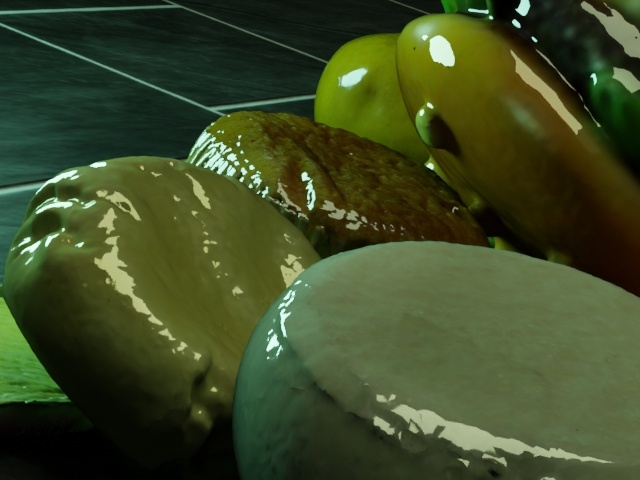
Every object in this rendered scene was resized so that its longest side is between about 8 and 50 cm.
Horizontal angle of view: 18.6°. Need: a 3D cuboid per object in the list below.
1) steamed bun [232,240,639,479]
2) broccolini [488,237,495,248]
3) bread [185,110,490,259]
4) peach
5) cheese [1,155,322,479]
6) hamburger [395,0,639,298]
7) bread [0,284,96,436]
[{"bbox_3d":[0.086,0.129,1.053,0.283,0.177,0.283,13,24,-6],"label":"steamed bun"},{"bbox_3d":[0.159,0.012,1.792,0.254,0.071,0.057,25,-24,11],"label":"broccolini"},{"bbox_3d":[0.000,0.000,1.477,0.227,0.142,0.253,18,13,-17],"label":"bread"},{"bbox_3d":[0.116,-0.114,1.921,0.251,0.153,0.251,17,11,-3],"label":"peach"},{"bbox_3d":[-0.082,0.050,1.183,0.214,0.117,0.226,10,39,-46],"label":"cheese"},{"bbox_3d":[0.233,-0.091,1.594,0.396,0.277,0.396,48,-3,3],"label":"hamburger"},{"bbox_3d":[-0.218,0.072,1.228,0.228,0.034,0.228,15,15,-4],"label":"bread"}]
